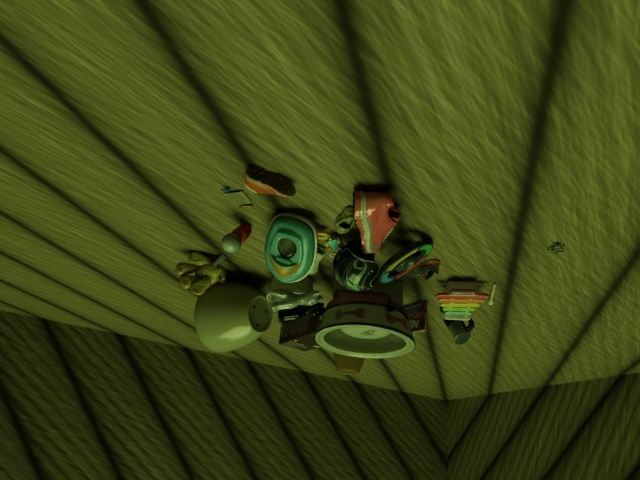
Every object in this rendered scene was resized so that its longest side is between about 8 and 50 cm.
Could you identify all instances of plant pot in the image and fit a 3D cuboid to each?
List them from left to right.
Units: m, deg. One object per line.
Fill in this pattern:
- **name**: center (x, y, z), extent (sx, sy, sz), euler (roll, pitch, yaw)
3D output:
- **plant pot**: center (0.164, 0.614, 2.431), extent (0.237, 0.254, 0.237), euler (5, 150, 3)

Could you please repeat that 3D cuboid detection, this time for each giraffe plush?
- **giraffe plush**: center (-0.493, 0.144, 1.848), extent (0.210, 0.181, 0.170), euler (-24, 167, -15)

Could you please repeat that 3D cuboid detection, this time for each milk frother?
- **milk frother**: center (0.632, 0.392, 2.040), extent (0.143, 0.135, 0.129), euler (15, 120, -19)

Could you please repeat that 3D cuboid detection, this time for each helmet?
- **helmet**: center (0.125, 0.097, 1.516), extent (0.169, 0.169, 0.162), euler (14, 121, -13)

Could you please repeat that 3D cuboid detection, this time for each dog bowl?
- **dog bowl**: center (0.184, 0.357, 1.793), extent (0.408, 0.150, 0.408), euler (6, 149, 3)

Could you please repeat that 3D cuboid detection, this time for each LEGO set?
- **LEGO set**: center (0.799, 0.032, 1.459), extent (0.083, 0.023, 0.054), euler (23, 148, -27)

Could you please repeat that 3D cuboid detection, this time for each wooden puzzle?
- **wooden puzzle**: center (-0.269, -0.137, 1.400), extent (0.078, 0.014, 0.116), euler (-4, 150, 11)

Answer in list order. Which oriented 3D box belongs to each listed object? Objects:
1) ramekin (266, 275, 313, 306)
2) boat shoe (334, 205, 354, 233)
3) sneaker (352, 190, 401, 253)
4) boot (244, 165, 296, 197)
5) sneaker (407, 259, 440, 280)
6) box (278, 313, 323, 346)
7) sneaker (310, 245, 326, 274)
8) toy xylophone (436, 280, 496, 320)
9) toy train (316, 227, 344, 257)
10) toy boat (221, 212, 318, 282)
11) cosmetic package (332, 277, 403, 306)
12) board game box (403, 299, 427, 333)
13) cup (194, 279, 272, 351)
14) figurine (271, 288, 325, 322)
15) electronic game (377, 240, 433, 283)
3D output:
- **ramekin**: center (-0.129, 0.215, 1.913), extent (0.207, 0.109, 0.207), euler (5, 152, 3)
- **boat shoe**: center (0.082, -0.056, 1.430), extent (0.056, 0.048, 0.153), euler (14, 151, -13)
- **sneaker**: center (0.188, -0.046, 1.359), extent (0.136, 0.116, 0.314), euler (-6, 151, 13)
- **boot**: center (-0.152, -0.162, 1.287), extent (0.158, 0.059, 0.084), euler (23, 152, -11)
- **sneaker**: center (0.395, 0.126, 1.678), extent (0.061, 0.065, 0.158), euler (22, 148, -25)
- **box**: center (-0.050, 0.506, 2.402), extent (0.191, 0.143, 0.381), euler (24, 146, -27)
- **sneaker**: center (-0.022, 0.063, 1.655), extent (0.094, 0.080, 0.212), euler (-11, 148, 8)
- **toy xylophone**: center (0.623, 0.251, 1.840), extent (0.236, 0.081, 0.323), euler (-5, 150, 19)
- **toy train**: center (0.000, 0.000, 1.544), extent (0.166, 0.046, 0.125), euler (20, 138, -17)
- **toy boat**: center (-0.169, 0.024, 1.472), extent (0.318, 0.148, 0.267), euler (15, 119, 12)
- **cosmetic package**: center (0.201, 0.250, 1.881), extent (0.296, 0.129, 0.153), euler (4, 150, 4)
- **board game box**: center (0.394, 0.384, 2.069), extent (0.027, 0.145, 0.281), euler (24, 147, -30)
- **cup**: center (-0.357, 0.331, 1.934), extent (0.237, 0.331, 0.331), euler (-10, 148, 31)
- **figurine**: center (-0.086, 0.265, 1.806), extent (0.209, 0.092, 0.215), euler (-5, 149, 5)
- **electronic game**: center (0.299, 0.078, 1.523), extent (0.229, 0.048, 0.229), euler (-28, 156, -14)
